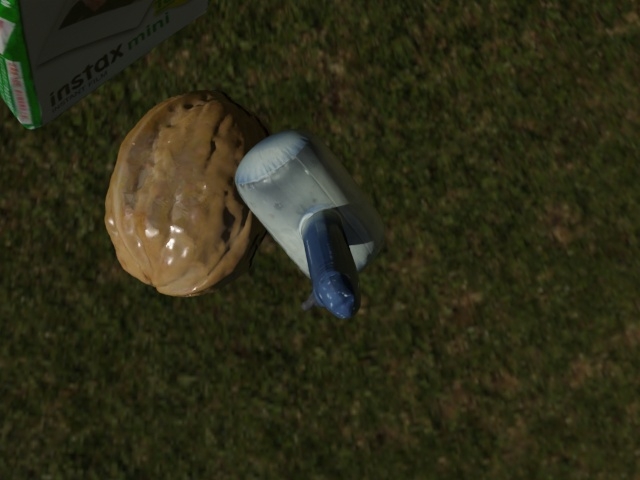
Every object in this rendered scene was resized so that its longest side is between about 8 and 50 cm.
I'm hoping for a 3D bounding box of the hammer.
[{"bbox_3d":[0.000,0.000,0.818,0.069,0.194,0.116,-35,111,8],"label":"hammer"}]

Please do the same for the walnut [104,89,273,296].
[{"bbox_3d":[-0.143,-0.054,1.413,0.198,0.198,0.245,20,76,-18],"label":"walnut"}]

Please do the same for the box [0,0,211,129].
[{"bbox_3d":[-0.152,-0.192,0.802,0.180,0.103,0.250,-38,169,-17],"label":"box"}]
